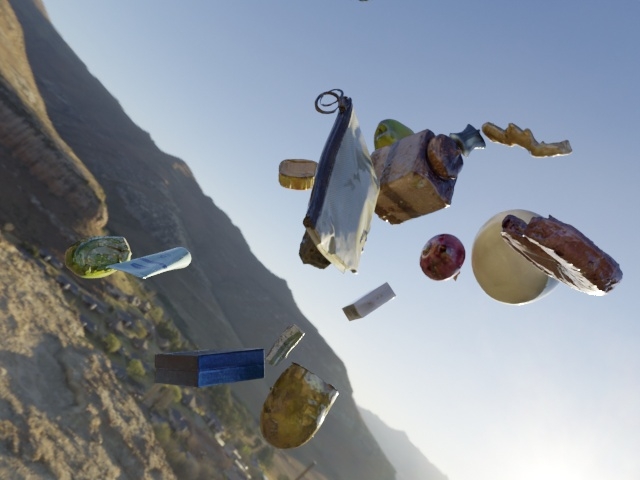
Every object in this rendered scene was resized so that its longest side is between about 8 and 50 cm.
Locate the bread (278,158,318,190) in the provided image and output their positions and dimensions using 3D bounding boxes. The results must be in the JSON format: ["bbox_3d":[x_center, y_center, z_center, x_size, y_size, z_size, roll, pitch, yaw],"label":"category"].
[{"bbox_3d":[-0.099,-0.301,2.021,0.191,0.132,0.114,7,-34,3],"label":"bread"}]

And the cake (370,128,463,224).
[{"bbox_3d":[0.287,-0.185,1.303,0.196,0.198,0.293,37,-33,-30],"label":"cake"}]

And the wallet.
[{"bbox_3d":[0.047,-0.099,0.875,0.068,0.335,0.274,-3,-33,27],"label":"wallet"}]

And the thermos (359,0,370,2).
[{"bbox_3d":[0.184,-0.718,1.133,0.144,0.182,0.286,58,-14,-16],"label":"thermos"}]

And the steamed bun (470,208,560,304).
[{"bbox_3d":[0.645,0.055,1.479,0.207,0.323,0.324,8,6,-25],"label":"steamed bun"}]

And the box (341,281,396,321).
[{"bbox_3d":[0.171,0.228,1.610,0.067,0.150,0.233,60,-13,8],"label":"box"}]

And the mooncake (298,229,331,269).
[{"bbox_3d":[0.000,0.000,1.739,0.124,0.228,0.228,21,-2,-22],"label":"mooncake"}]

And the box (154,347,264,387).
[{"bbox_3d":[-0.382,0.437,1.524,0.262,0.116,0.279,-11,-15,40],"label":"box"}]

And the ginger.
[{"bbox_3d":[0.614,-0.309,1.335,0.288,0.075,0.089,36,-34,48],"label":"ginger"}]

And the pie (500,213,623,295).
[{"bbox_3d":[0.416,0.022,0.775,0.204,0.054,0.219,39,1,9],"label":"pie"}]

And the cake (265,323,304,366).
[{"bbox_3d":[-0.112,0.319,1.345,0.051,0.140,0.055,44,-15,-7],"label":"cake"}]

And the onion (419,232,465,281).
[{"bbox_3d":[0.437,0.060,1.573,0.154,0.177,0.177,3,-8,-9],"label":"onion"}]

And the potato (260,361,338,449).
[{"bbox_3d":[-0.091,0.579,1.504,0.229,0.265,0.229,29,-19,11],"label":"potato"}]

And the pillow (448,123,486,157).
[{"bbox_3d":[0.469,-0.318,1.401,0.055,0.136,0.091,2,-62,53],"label":"pillow"}]

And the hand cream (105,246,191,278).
[{"bbox_3d":[-0.485,0.072,1.306,0.110,0.067,0.321,16,9,9],"label":"hand cream"}]

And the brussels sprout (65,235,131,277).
[{"bbox_3d":[-0.690,0.049,1.364,0.146,0.183,0.131,-18,-90,50],"label":"brussels sprout"}]

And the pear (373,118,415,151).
[{"bbox_3d":[0.281,-0.345,1.633,0.219,0.187,0.187,52,-13,-30],"label":"pear"}]
